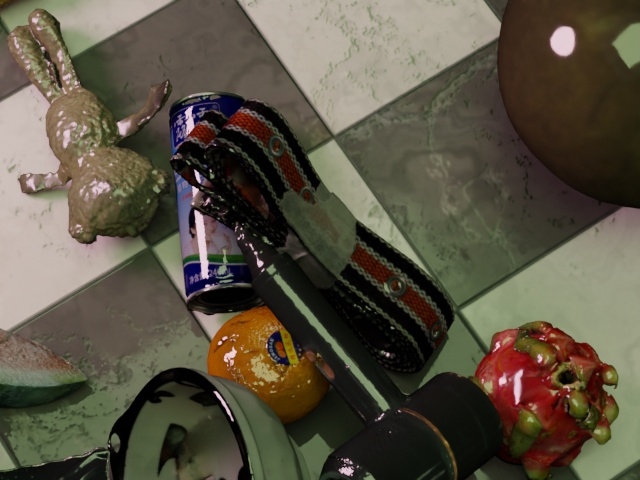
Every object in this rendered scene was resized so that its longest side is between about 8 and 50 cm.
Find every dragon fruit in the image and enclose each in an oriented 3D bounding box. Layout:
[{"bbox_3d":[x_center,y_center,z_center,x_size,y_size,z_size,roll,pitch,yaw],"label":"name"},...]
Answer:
[{"bbox_3d":[0.233,0.169,1.771,0.160,0.172,0.166,-9,72,-4],"label":"dragon fruit"}]

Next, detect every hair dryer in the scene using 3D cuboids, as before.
[{"bbox_3d":[0.007,0.129,1.725,0.189,0.107,0.352,-33,76,-35],"label":"hair dryer"}]

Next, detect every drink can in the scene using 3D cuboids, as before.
[{"bbox_3d":[-0.113,-0.041,1.882,0.097,0.097,0.235,-5,70,-3],"label":"drink can"}]

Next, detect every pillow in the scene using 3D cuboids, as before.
[{"bbox_3d":[-0.275,0.329,1.769,0.141,0.055,0.208,-12,71,6],"label":"pillow"}]

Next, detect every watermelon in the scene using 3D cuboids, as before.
[{"bbox_3d":[-0.345,0.137,1.831,0.180,0.081,0.094,24,54,-9],"label":"watermelon"}]

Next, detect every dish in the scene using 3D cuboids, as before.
[{"bbox_3d":[-0.097,0.264,1.716,0.120,0.303,0.303,0,67,-35],"label":"dish"}]

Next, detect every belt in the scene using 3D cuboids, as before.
[{"bbox_3d":[0.000,0.000,1.803,0.359,0.126,0.094,42,53,-14],"label":"belt"}]

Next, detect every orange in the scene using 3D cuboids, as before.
[{"bbox_3d":[-0.056,0.135,1.809,0.135,0.117,0.136,9,66,-20],"label":"orange"}]

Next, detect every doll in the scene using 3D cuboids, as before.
[{"bbox_3d":[-0.278,-0.123,1.921,0.286,0.091,0.203,33,81,21],"label":"doll"}]

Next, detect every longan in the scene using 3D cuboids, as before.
[{"bbox_3d":[0.370,-0.205,1.827,0.361,0.361,0.361,0,70,-1],"label":"longan"}]

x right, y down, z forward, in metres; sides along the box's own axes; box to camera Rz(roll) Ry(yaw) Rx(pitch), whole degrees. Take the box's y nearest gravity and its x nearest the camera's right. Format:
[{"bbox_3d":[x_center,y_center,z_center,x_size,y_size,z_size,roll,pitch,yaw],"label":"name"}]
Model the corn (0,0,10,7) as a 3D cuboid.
[{"bbox_3d":[-0.442,-0.280,1.966,0.288,0.086,0.086,-31,74,-10],"label":"corn"}]
